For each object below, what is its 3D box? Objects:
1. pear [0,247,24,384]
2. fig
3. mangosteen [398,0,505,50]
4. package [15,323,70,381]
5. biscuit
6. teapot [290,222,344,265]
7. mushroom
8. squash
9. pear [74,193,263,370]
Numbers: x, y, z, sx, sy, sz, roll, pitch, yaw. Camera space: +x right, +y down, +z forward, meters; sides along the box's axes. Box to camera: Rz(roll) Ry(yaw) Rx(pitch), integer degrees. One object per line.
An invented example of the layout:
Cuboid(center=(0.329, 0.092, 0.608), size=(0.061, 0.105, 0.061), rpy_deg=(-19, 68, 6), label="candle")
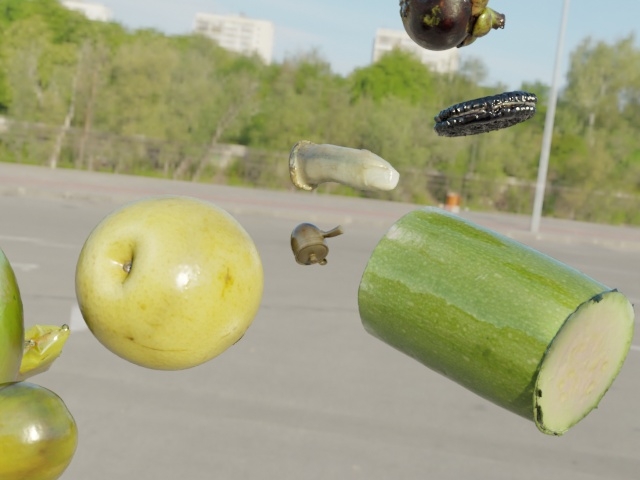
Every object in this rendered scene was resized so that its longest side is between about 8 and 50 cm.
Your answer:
Cuboid(center=(-0.570, 0.144, 1.557), size=(0.399, 0.398, 0.165), rpy_deg=(11, -3, 38), label="pear")
Cuboid(center=(-0.367, 0.242, 1.249), size=(0.136, 0.153, 0.121), rpy_deg=(44, 9, 13), label="fig")
Cuboid(center=(0.266, -0.467, 2.051), size=(0.217, 0.192, 0.192), rpy_deg=(5, 6, -7), label="mangosteen")
Cuboid(center=(-0.606, 0.231, 2.037), size=(0.226, 0.090, 0.168), rpy_deg=(-13, -20, -30), label="package")
Cuboid(center=(0.300, -0.227, 1.873), size=(0.195, 0.053, 0.194), rpy_deg=(-10, -2, 0), label="biscuit")
Cuboid(center=(0.000, 0.000, 1.918), size=(0.110, 0.080, 0.085), rpy_deg=(-35, -37, 20), label="teapot")
Cuboid(center=(0.035, -0.118, 1.709), size=(0.209, 0.084, 0.071), rpy_deg=(10, -14, 41), label="mushroom")
Cuboid(center=(0.282, 0.122, 1.699), size=(0.384, 0.263, 0.263), rpy_deg=(27, 17, 37), label="squash")
Cuboid(center=(-0.278, 0.079, 1.941), size=(0.349, 0.348, 0.348), rpy_deg=(7, 5, -1), label="pear")
